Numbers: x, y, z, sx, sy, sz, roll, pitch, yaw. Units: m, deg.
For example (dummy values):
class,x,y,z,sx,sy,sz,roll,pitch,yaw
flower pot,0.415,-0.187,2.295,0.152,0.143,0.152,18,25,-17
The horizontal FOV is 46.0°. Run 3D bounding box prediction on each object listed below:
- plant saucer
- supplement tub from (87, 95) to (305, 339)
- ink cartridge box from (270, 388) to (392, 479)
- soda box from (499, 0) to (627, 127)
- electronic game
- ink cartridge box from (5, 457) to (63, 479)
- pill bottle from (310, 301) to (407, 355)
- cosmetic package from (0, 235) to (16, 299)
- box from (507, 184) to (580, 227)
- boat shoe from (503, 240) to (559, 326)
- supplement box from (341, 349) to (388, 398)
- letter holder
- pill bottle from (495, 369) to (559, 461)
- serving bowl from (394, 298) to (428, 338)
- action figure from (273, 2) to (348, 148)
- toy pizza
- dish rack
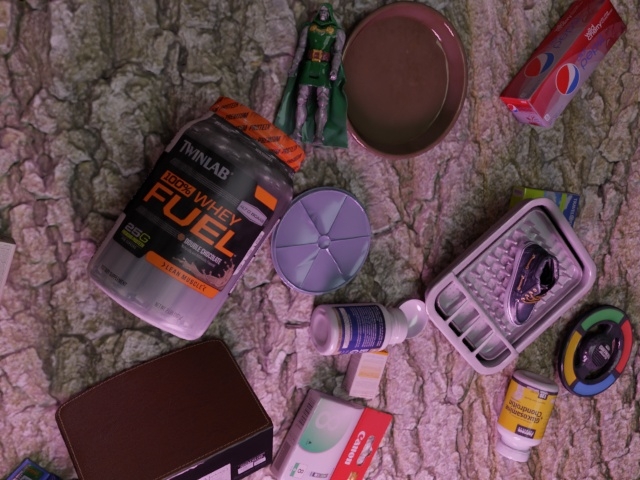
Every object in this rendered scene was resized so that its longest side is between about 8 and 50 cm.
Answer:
class,x,y,z,sx,sy,sz,roll,pitch,yaw
plant saucer,0.143,-0.285,1.354,0.278,0.041,0.278,-8,107,-25
supplement tub,-0.181,-0.037,1.156,0.207,0.207,0.338,35,86,-31
ink cartridge box,0.036,0.407,1.487,0.225,0.056,0.181,25,92,-29
soda box,0.476,-0.350,1.479,0.083,0.092,0.263,41,84,-29
electronic game,0.646,0.260,1.768,0.229,0.048,0.229,-8,107,-26
ink cartridge box,-0.437,0.523,1.267,0.186,0.065,0.311,-46,118,-10
pill bottle,0.075,0.163,1.412,0.169,0.094,0.094,0,104,-27
cosmetic package,-0.494,0.048,1.111,0.060,0.041,0.115,17,96,-31
box,0.474,-0.054,1.593,0.178,0.042,0.109,4,103,-28
boat shoe,0.409,0.098,1.467,0.065,0.083,0.183,-5,114,-19
supplement box,0.087,0.256,1.478,0.062,0.036,0.098,14,97,-30
letter holder,-0.260,0.325,1.268,0.302,0.214,0.152,-22,145,-21
pill bottle,0.451,0.388,1.669,0.103,0.103,0.184,12,98,-30
serving bowl,0.173,0.152,1.500,0.083,0.027,0.083,-8,108,-25
action figure,-0.007,-0.277,1.250,0.137,0.063,0.232,8,93,10
toy pizza,0.000,0.000,1.364,0.201,0.032,0.201,-7,107,-25
dish rack,0.379,0.087,1.538,0.333,0.072,0.285,-42,119,2
